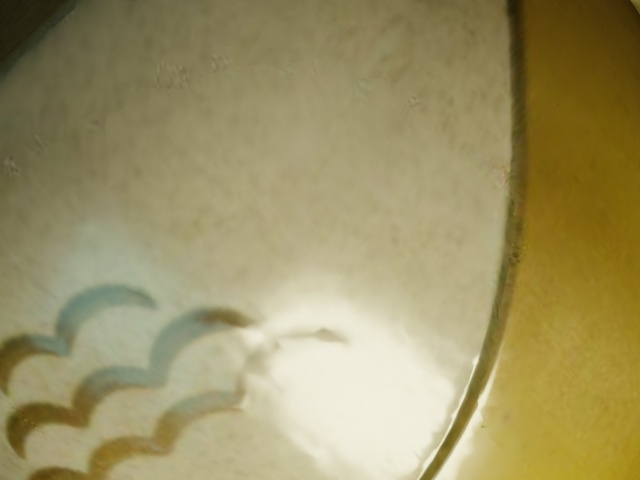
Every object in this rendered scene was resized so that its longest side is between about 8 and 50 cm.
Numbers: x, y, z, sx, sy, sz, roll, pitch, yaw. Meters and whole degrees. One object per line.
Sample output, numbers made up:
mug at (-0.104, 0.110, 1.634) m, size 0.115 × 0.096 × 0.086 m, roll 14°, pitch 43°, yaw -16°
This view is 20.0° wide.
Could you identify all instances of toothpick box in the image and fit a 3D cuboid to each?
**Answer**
toothpick box at (0.000, 0.000, 0.937) m, size 0.425 × 0.409 × 0.409 m, roll 45°, pitch 141°, yaw -22°
